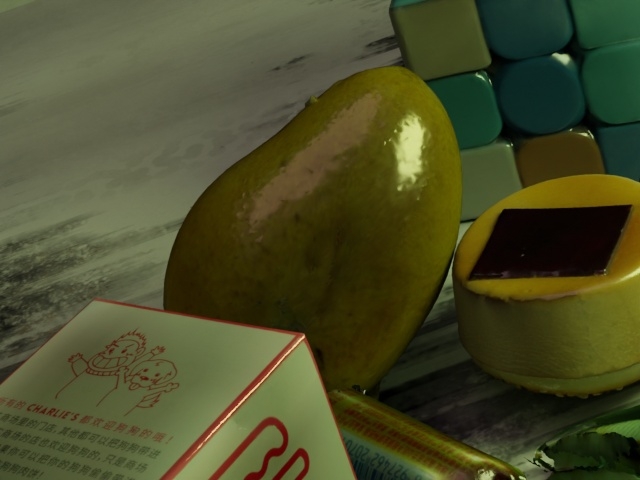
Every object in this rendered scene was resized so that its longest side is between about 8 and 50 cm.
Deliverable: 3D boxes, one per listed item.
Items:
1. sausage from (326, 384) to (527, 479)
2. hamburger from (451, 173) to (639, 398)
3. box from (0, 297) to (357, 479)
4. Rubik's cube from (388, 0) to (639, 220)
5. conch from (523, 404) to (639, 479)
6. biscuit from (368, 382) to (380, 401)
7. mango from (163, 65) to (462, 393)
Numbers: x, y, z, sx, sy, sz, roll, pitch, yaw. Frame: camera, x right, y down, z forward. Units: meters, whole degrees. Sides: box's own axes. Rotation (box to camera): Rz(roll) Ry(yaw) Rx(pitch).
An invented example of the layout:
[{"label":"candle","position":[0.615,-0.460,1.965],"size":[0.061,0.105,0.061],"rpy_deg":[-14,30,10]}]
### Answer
[{"label":"sausage","position":[0.110,0.250,1.657],"size":[0.125,0.117,0.317],"rpy_deg":[-39,37,-26]},{"label":"hamburger","position":[0.293,0.057,1.811],"size":[0.300,0.176,0.300],"rpy_deg":[-14,31,8]},{"label":"box","position":[-0.165,0.273,1.584],"size":[0.314,0.300,0.312],"rpy_deg":[7,39,38]},{"label":"Rubik's cube","position":[0.314,-0.272,2.189],"size":[0.347,0.344,0.347],"rpy_deg":[-9,32,19]},{"label":"conch","position":[0.303,0.216,1.577],"size":[0.251,0.137,0.143],"rpy_deg":[-2,34,28]},{"label":"biscuit","position":[0.031,0.182,1.913],"size":[0.083,0.018,0.081],"rpy_deg":[-10,31,15]},{"label":"mango","position":[0.000,0.000,1.858],"size":[0.445,0.301,0.220],"rpy_deg":[-63,-1,-6]}]
